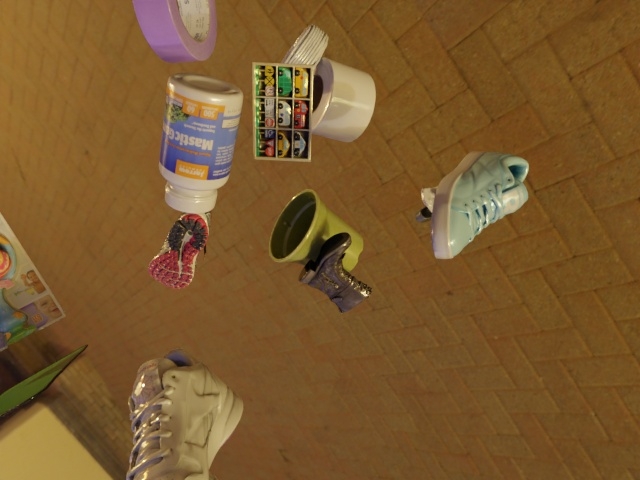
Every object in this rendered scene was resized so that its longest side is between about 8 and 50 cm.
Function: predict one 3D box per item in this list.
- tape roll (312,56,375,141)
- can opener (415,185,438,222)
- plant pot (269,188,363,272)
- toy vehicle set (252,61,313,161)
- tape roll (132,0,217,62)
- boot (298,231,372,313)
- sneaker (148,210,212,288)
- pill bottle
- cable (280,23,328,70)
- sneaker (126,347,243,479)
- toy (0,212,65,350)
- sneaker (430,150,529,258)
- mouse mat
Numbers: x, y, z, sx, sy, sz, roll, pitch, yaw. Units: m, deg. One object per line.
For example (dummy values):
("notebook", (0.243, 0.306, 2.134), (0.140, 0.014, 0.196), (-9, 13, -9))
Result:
("tape roll", (0.044, -0.465, 1.628), (0.246, 0.169, 0.245), (-14, 74, 55))
("can opener", (0.362, -0.114, 1.293), (0.093, 0.281, 0.074), (-43, 65, 56))
("plant pot", (0.000, 0.000, 1.710), (0.254, 0.275, 0.276), (29, 155, -29))
("toy vehicle set", (-0.107, -0.359, 1.372), (0.166, 0.035, 0.266), (1, 113, -2))
("tape roll", (-0.353, -0.588, 1.209), (0.090, 0.274, 0.274), (0, 129, 13))
("boot", (0.081, 0.112, 1.596), (0.229, 0.091, 0.263), (34, 122, -17))
("sneaker", (-0.369, 0.023, 1.326), (0.121, 0.112, 0.299), (31, 125, -16))
("pill bottle", (-0.261, -0.200, 1.038), (0.152, 0.152, 0.271), (30, 121, 24))
("cable", (-0.076, -0.596, 1.631), (0.089, 0.257, 0.257), (34, 157, -18))
("sneaker", (-0.183, 0.230, 0.557), (0.152, 0.114, 0.305), (55, -174, -10))
("toy", (-0.514, 0.048, 0.738), (0.237, 0.137, 0.056), (59, 146, -3))
("sneaker", (0.345, -0.091, 1.020), (0.150, 0.366, 0.135), (3, 130, 36))
("mouse mat", (-0.412, 0.210, 0.666), (0.007, 0.153, 0.190), (61, 177, -9))
